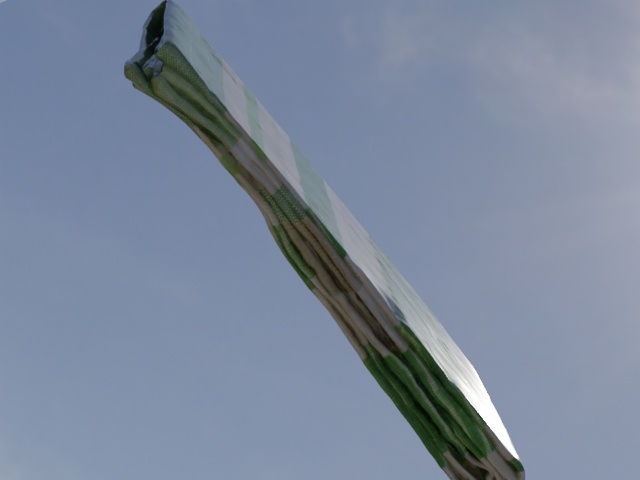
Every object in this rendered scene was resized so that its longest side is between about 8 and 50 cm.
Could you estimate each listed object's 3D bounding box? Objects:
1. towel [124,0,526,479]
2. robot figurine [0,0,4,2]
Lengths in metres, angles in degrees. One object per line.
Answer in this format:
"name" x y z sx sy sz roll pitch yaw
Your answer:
"towel" 0.000 0.000 1.087 0.325 0.038 0.248 50 6 -12
"robot figurine" -0.090 -0.184 0.598 0.278 0.173 0.209 -27 -62 25
